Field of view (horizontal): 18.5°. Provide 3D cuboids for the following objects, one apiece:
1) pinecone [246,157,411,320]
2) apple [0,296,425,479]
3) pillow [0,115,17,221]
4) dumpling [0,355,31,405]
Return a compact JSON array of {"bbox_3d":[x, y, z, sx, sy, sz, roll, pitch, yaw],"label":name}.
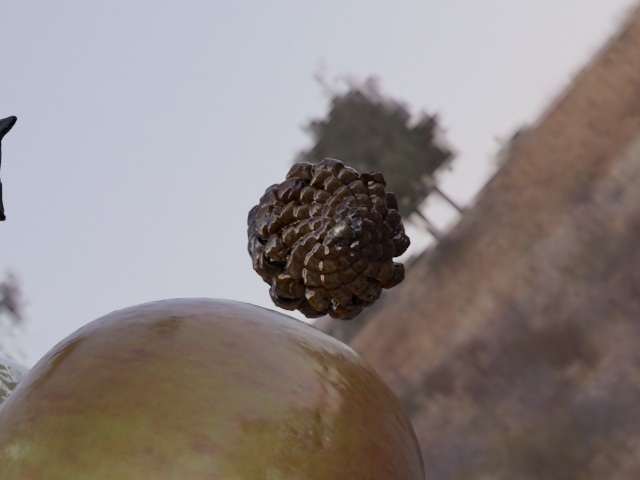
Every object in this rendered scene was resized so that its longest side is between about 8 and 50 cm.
[{"bbox_3d":[0.000,0.000,1.915,0.173,0.173,0.173,-44,-12,-12],"label":"pinecone"},{"bbox_3d":[-0.112,0.231,1.397,0.400,0.333,0.400,-165,90,-88],"label":"apple"},{"bbox_3d":[-0.321,-0.069,1.577,0.150,0.090,0.048,7,-33,-20],"label":"pillow"},{"bbox_3d":[-0.307,0.193,2.014,0.187,0.318,0.243,-27,-56,-20],"label":"dumpling"}]
